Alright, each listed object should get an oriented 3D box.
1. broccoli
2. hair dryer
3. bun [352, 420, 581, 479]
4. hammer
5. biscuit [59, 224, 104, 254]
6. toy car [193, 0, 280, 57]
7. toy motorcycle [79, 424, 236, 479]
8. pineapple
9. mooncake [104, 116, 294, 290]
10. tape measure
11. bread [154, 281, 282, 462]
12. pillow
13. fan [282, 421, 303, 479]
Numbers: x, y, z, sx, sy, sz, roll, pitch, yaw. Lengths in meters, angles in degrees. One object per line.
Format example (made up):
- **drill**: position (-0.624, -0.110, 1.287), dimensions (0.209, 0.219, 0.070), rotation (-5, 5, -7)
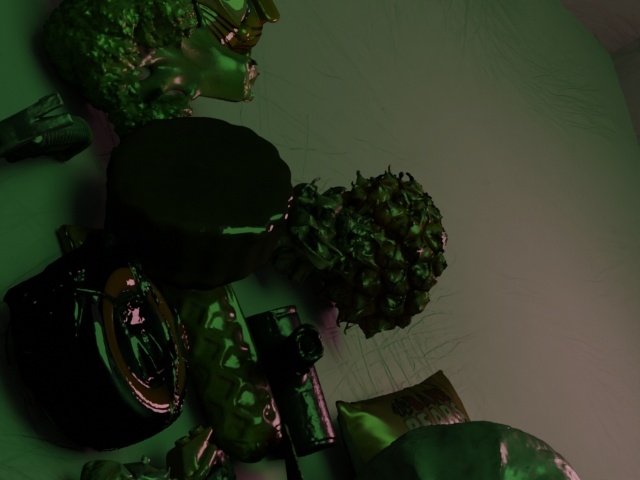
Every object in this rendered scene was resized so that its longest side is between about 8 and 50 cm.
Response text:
- **broccoli**: position (-0.203, -0.244, 1.571), dimensions (0.302, 0.186, 0.254), rotation (33, 51, -15)
- **hair dryer**: position (-0.036, 0.159, 1.513), dimensions (0.251, 0.089, 0.197), rotation (115, -41, -70)
- **bun**: position (0.186, 0.392, 1.503), dimensions (0.211, 0.362, 0.362), rotation (107, -35, -71)
- **hammer**: position (-0.320, -0.115, 1.376), dimensions (0.041, 0.159, 0.226), rotation (64, 16, 1)
- **biscuit**: position (-0.270, 0.022, 1.441), dimensions (0.081, 0.018, 0.083), rotation (5, 62, -57)
- **toy car**: position (-0.166, -0.339, 1.796), dimensions (0.200, 0.142, 0.248), rotation (62, 29, 1)
- **toy motorcycle**: position (-0.175, 0.263, 1.298), dimensions (0.229, 0.094, 0.130), rotation (-32, 94, -53)
- **pineapple**: position (0.000, 0.000, 1.722), dimensions (0.272, 0.262, 0.262), rotation (13, 54, -40)
- **mooncake**: position (-0.148, -0.040, 1.465), dimensions (0.228, 0.124, 0.228), rotation (9, 40, -8)
- **tape measure**: position (-0.231, 0.111, 1.305), dimensions (0.223, 0.135, 0.202), rotation (64, 19, -7)
- **bread**: position (-0.122, 0.145, 1.502), dimensions (0.087, 0.098, 0.269), rotation (-18, 77, -18)
- **pillow**: position (0.158, 0.348, 1.739), dimensions (0.310, 0.119, 0.312), rotation (-9, 74, -55)
- **fan**: position (-0.013, 0.378, 1.422), dimensions (0.229, 0.011, 0.335), rotation (112, -31, -77)
